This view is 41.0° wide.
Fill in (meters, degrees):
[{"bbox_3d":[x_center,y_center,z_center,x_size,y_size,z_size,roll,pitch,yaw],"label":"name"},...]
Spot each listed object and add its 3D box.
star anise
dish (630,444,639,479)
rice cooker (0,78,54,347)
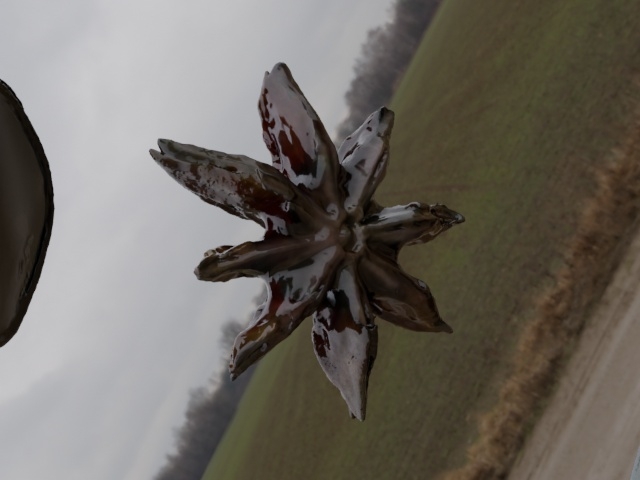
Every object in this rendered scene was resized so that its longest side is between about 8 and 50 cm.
[{"bbox_3d":[-0.001,0.000,0.655,0.088,0.288,0.288,-22,34,50],"label":"star anise"},{"bbox_3d":[0.397,0.186,0.822,0.273,0.134,0.273,20,-90,-74],"label":"dish"},{"bbox_3d":[-0.362,-0.022,0.697,0.267,0.225,0.267,1,-90,-83],"label":"rice cooker"}]
